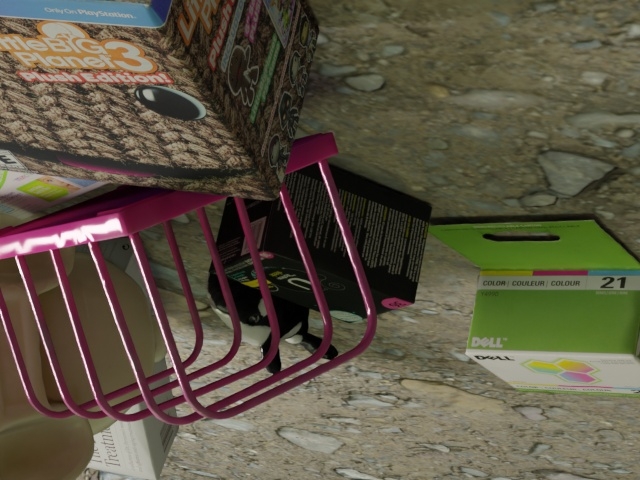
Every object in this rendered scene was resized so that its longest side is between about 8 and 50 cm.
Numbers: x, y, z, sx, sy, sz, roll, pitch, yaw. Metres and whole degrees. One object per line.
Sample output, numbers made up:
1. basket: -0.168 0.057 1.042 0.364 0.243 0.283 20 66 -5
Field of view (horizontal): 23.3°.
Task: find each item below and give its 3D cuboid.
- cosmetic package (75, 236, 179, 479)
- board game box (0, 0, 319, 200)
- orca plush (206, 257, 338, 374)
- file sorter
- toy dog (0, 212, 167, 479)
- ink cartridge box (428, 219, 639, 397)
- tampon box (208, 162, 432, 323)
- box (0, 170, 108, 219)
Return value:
1. cosmetic package: -0.337 0.130 1.860 0.284 0.097 0.377 10 140 13
2. board game box: -0.155 -0.155 1.024 0.232 0.141 0.291 6 161 17
3. orca plush: -0.028 0.066 1.663 0.102 0.151 0.287 -25 148 10
4. file sorter: -0.121 0.043 1.283 0.202 0.182 0.290 -23 -172 -34
5. toy dog: -0.398 0.099 1.582 0.408 0.284 0.395 -6 -170 33
6. ink cartridge box: 0.226 0.069 1.508 0.189 0.097 0.255 -1 158 35
7. tampon box: 0.000 0.000 1.439 0.161 0.101 0.120 21 160 -23
8. box: -0.251 -0.098 1.311 0.114 0.103 0.203 22 159 -28
